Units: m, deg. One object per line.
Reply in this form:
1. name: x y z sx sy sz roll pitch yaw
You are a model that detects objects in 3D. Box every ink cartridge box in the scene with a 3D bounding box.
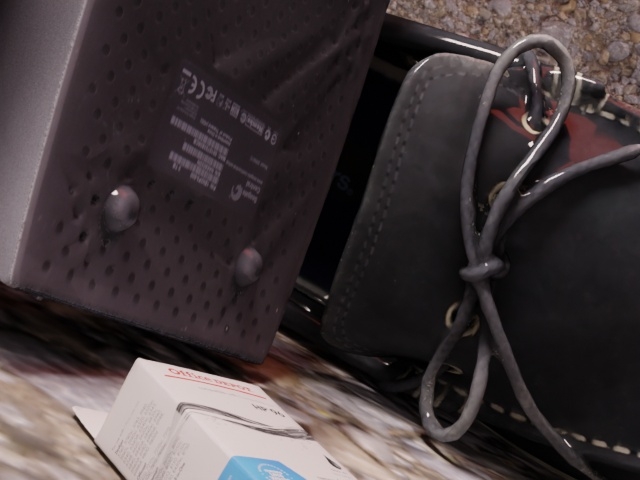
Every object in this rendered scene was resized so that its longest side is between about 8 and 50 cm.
1. ink cartridge box: -0.027 0.059 0.330 0.048 0.028 0.083 21 10 -45

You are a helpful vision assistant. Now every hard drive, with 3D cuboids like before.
1. hard drive: -0.034 -0.093 0.430 0.054 0.255 0.172 14 -7 28

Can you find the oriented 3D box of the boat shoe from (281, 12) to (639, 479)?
1. boat shoe: 0.073 -0.001 0.552 0.500 0.187 0.156 26 11 24
